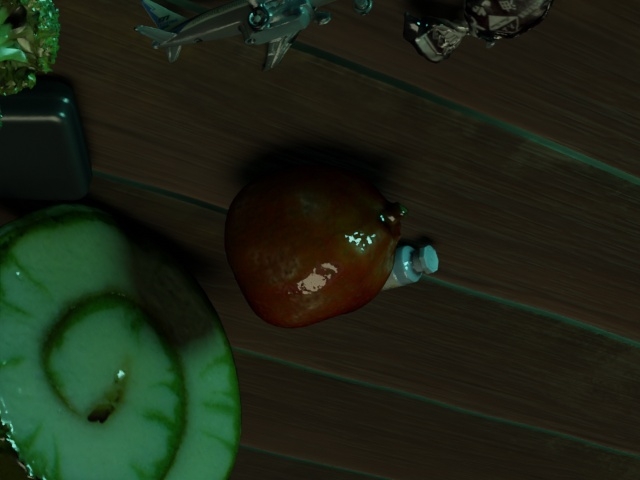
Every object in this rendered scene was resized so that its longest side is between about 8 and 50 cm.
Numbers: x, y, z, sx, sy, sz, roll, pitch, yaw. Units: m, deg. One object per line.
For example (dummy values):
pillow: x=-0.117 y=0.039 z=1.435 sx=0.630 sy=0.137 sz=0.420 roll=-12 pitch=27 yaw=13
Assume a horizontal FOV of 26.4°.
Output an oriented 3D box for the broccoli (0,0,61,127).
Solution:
broccoli: x=-0.322 y=-0.132 z=1.051 sx=0.254 sy=0.269 sz=0.269 roll=-14 pitch=149 yaw=-1

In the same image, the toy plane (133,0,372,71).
toy plane: x=-0.045 y=-0.195 z=1.142 sx=0.226 sy=0.058 sz=0.226 roll=-8 pitch=164 yaw=14

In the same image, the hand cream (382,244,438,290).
hand cream: x=0.053 y=0.040 z=1.549 sx=0.170 sy=0.043 sz=0.065 roll=-17 pitch=148 yaw=31

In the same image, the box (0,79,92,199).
box: x=-0.344 y=-0.095 z=1.322 sx=0.230 sy=0.050 sz=0.160 roll=1 pitch=150 yaw=0

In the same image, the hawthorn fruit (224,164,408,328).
hawthorn fruit: x=0.000 y=0.000 z=1.375 sx=0.188 sy=0.169 sz=0.169 roll=-20 pitch=144 yaw=32

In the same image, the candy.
candy: x=0.161 y=-0.211 z=1.125 sx=0.094 sy=0.051 sz=0.226 roll=33 pitch=135 yaw=-27

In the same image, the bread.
bread: x=-0.245 y=0.151 z=1.418 sx=0.129 sy=0.366 sz=0.382 roll=-25 pitch=102 yaw=34
